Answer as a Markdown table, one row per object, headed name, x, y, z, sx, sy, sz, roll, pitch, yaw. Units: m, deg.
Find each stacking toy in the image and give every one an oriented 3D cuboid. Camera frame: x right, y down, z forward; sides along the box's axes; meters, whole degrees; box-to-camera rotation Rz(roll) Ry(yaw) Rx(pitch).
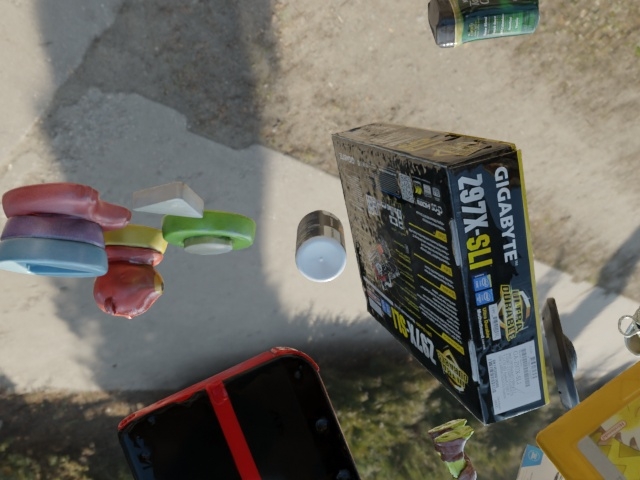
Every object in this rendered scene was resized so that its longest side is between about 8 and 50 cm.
| name | x | y | z | sx | sy | sz | roll | pitch | yaw |
| --- | --- | --- | --- | --- | --- | --- | --- | --- | --- |
| stacking toy | -0.246 | 0.027 | 0.855 | 0.280 | 0.130 | 0.309 | -3 | 167 | 17 |

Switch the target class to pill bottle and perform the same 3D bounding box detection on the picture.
| name | x | y | z | sx | sy | sz | roll | pitch | yaw |
| --- | --- | --- | --- | --- | --- | --- | --- | --- | --- |
| pill bottle | 0.000 | 0.000 | 1.694 | 0.131 | 0.245 | 0.130 | 0 | 114 | -1 |

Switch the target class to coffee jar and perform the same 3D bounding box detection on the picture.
| name | x | y | z | sx | sy | sz | roll | pitch | yaw |
| --- | --- | --- | --- | --- | --- | --- | --- | --- | --- |
| coffee jar | 0.286 | -0.402 | 1.145 | 0.184 | 0.096 | 0.079 | -10 | 141 | 3 |

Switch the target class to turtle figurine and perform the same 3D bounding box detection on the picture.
| name | x | y | z | sx | sy | sz | roll | pitch | yaw |
| --- | --- | --- | --- | --- | --- | --- | --- | --- | --- |
| turtle figurine | 0.217 | 0.373 | 0.918 | 0.087 | 0.217 | 0.269 | -21 | 172 | 15 |

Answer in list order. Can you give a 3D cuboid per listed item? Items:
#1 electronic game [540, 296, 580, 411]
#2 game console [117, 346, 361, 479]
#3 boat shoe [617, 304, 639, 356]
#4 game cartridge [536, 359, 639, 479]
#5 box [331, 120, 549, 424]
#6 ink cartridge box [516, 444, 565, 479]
| name | x | y | z | sx | sy | sz | roll | pitch | yaw |
| --- | --- | --- | --- | --- | --- | --- | --- | --- | --- |
| electronic game | 0.467 | 0.222 | 1.234 | 0.048 | 0.229 | 0.229 | -14 | 156 | 19 |
| game console | -0.102 | 0.400 | 1.046 | 0.342 | 0.386 | 0.060 | -22 | 178 | -23 |
| boat shoe | 0.656 | 0.156 | 1.227 | 0.157 | 0.135 | 0.367 | -22 | 159 | 1 |
| game cartridge | 0.453 | 0.267 | 0.731 | 0.285 | 0.323 | 0.052 | -38 | 122 | 4 |
| box | 0.115 | 0.009 | 0.714 | 0.079 | 0.322 | 0.257 | -18 | 108 | -12 |
| ink cartridge box | 0.504 | 0.512 | 1.336 | 0.060 | 0.180 | 0.104 | 81 | 32 | -50 |
